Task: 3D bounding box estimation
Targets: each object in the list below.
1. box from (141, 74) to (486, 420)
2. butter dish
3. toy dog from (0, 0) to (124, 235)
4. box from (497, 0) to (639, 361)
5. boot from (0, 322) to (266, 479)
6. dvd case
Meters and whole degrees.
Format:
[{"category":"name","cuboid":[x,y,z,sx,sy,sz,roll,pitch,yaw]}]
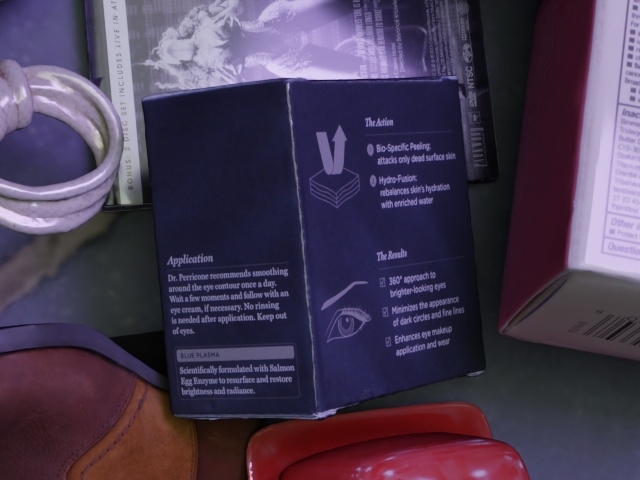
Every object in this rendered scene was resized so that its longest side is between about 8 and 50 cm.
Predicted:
[{"category":"box","cuboid":[0.000,0.000,0.927,0.093,0.156,0.158,-4,92,35]},{"category":"butter dish","cuboid":[0.060,0.159,0.932,0.160,0.118,0.160,-4,81,-33]},{"category":"toy dog","cuboid":[-0.281,-0.064,0.941,0.333,0.161,0.220,-14,80,-25]},{"category":"box","cuboid":[0.182,-0.063,0.902,0.148,0.127,0.232,12,71,-7]},{"category":"boot","cuboid":[-0.123,0.183,0.890,0.264,0.096,0.280,6,78,-52]},{"category":"dvd case","cuboid":[-0.018,-0.105,1.030,0.221,0.018,0.165,-5,83,-10]}]
